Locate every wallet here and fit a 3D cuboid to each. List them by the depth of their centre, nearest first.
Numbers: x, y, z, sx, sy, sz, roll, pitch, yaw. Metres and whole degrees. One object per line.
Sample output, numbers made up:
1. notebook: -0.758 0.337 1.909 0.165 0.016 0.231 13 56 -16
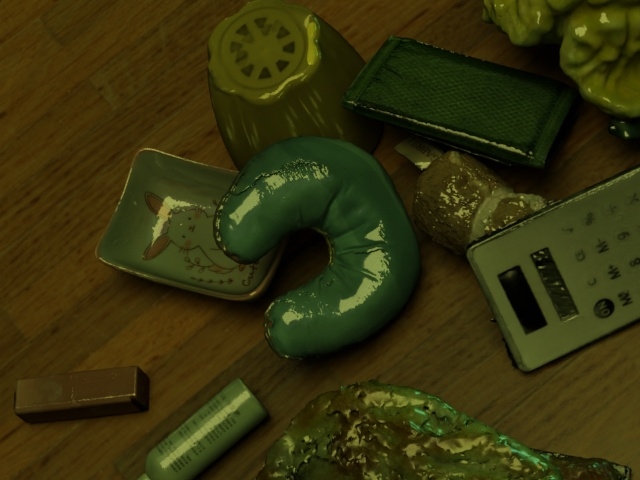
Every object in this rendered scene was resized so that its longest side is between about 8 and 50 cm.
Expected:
1. wallet: 0.157 -0.151 1.871 0.236 0.055 0.160 17 36 16

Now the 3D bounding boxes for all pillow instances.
1. pillow: 0.000 0.000 1.829 0.214 0.086 0.233 -29 92 -21

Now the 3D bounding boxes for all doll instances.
1. doll: 0.159 -0.041 1.832 0.221 0.105 0.115 40 107 21

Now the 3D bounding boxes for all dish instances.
1. dish: -0.131 -0.008 1.921 0.212 0.077 0.151 14 72 21

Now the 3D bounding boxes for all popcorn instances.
1. popcorn: 0.287 -0.301 1.840 0.293 0.237 0.293 -5 48 5

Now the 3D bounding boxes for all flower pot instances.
1. flower pot: -0.041 -0.173 1.915 0.195 0.179 0.195 -7 66 15

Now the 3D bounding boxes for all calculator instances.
1. calculator: 0.291 0.021 1.759 0.262 0.161 0.021 -26 16 4

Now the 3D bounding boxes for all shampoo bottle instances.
1. shampoo bottle: -0.146 0.229 1.825 0.195 0.056 0.056 -39 61 -4

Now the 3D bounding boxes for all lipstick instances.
1. lipstick: -0.267 0.173 1.893 0.145 0.045 0.045 -8 65 13

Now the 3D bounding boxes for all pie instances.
1. pie: 0.068 0.357 1.636 0.395 0.180 0.418 16 79 20

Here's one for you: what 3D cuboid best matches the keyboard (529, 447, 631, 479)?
1. keyboard: 0.199 0.243 1.737 0.231 0.023 0.072 9 71 20
